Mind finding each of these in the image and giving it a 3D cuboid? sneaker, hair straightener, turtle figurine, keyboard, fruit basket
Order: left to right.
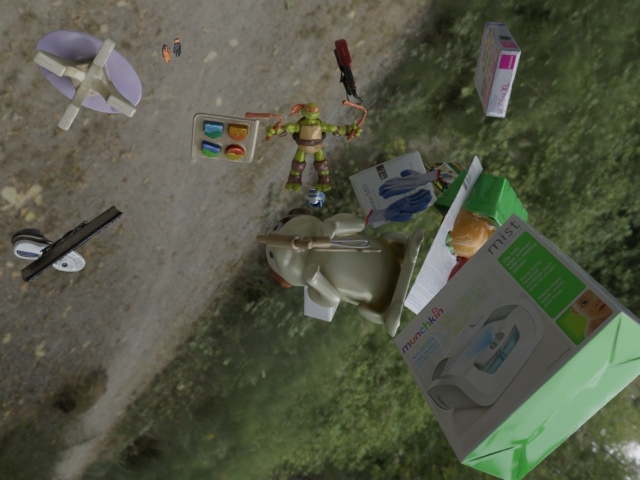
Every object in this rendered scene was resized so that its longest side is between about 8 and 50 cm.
[{"bbox_3d":[-0.842,0.018,1.816,0.216,0.121,0.079,25,107,-42],"label":"sneaker"},{"bbox_3d":[-0.714,0.005,1.679,0.317,0.033,0.201,-39,-153,-17],"label":"keyboard"},{"bbox_3d":[-0.037,-0.220,1.313,0.087,0.269,0.217,-117,-154,-54],"label":"turtle figurine"},{"bbox_3d":[-0.017,-0.132,1.895,0.144,0.053,0.059,46,42,-76],"label":"sneaker"},{"bbox_3d":[0.091,-0.530,1.886,0.047,0.231,0.089,-16,163,-10],"label":"hair straightener"},{"bbox_3d":[0.320,0.033,1.320,0.327,0.165,0.353,35,83,-48],"label":"fruit basket"}]

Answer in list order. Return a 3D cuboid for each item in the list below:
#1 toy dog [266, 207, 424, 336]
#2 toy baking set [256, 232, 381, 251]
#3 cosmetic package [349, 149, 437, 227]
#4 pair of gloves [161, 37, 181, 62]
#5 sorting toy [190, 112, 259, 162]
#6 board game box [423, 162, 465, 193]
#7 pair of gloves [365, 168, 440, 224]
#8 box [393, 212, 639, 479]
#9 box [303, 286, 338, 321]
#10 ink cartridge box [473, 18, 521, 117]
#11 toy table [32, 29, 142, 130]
[{"bbox_3d":[0.051,0.044,1.610,0.395,0.407,0.285,-19,125,-82],"label":"toy dog"},{"bbox_3d":[-0.006,0.000,1.241,0.196,0.256,0.030,-2,96,-41],"label":"toy baking set"},{"bbox_3d":[0.191,-0.138,1.578,0.183,0.151,0.151,-23,-175,0],"label":"cosmetic package"},{"bbox_3d":[-0.547,-0.699,2.150,0.083,0.010,0.074,-39,153,-29],"label":"pair of gloves"},{"bbox_3d":[-0.308,-0.321,1.882,0.193,0.208,0.038,110,-23,-51],"label":"sorting toy"},{"bbox_3d":[0.397,-0.131,1.599,0.136,0.260,0.030,-3,132,-34],"label":"board game box"},{"bbox_3d":[0.185,-0.104,1.303,0.159,0.023,0.198,-13,-146,34],"label":"pair of gloves"},{"bbox_3d":[0.261,0.138,0.783,0.262,0.126,0.231,-50,-147,17],"label":"box"},{"bbox_3d":[0.017,0.144,1.835,0.170,0.091,0.130,-60,158,-50],"label":"box"},{"bbox_3d":[0.491,-0.498,1.658,0.311,0.065,0.186,-78,173,-54],"label":"ink cartridge box"},{"bbox_3d":[-0.591,-0.411,1.483,0.252,0.274,0.161,-64,-157,19],"label":"toy table"}]
